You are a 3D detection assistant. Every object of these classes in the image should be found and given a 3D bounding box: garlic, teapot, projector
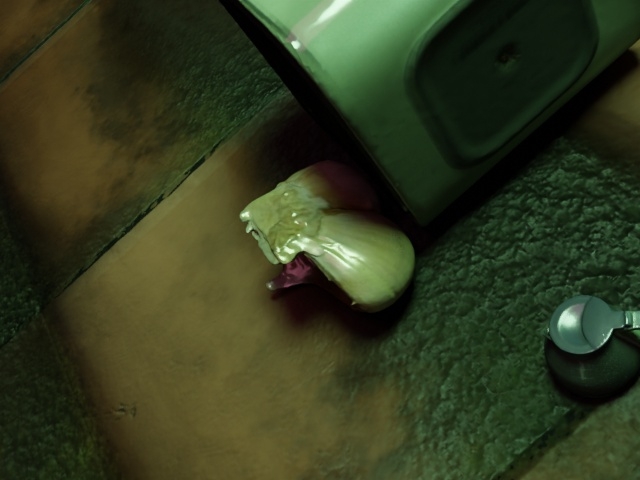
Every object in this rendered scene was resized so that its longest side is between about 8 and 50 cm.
[{"bbox_3d":[0.010,0.001,0.678,0.124,0.099,0.174,-30,50,-13],"label":"garlic"},{"bbox_3d":[0.192,0.066,0.531,0.088,0.057,0.066,-10,56,28],"label":"teapot"},{"bbox_3d":[0.078,-0.199,0.654,0.249,0.248,0.248,-42,48,2],"label":"projector"}]
